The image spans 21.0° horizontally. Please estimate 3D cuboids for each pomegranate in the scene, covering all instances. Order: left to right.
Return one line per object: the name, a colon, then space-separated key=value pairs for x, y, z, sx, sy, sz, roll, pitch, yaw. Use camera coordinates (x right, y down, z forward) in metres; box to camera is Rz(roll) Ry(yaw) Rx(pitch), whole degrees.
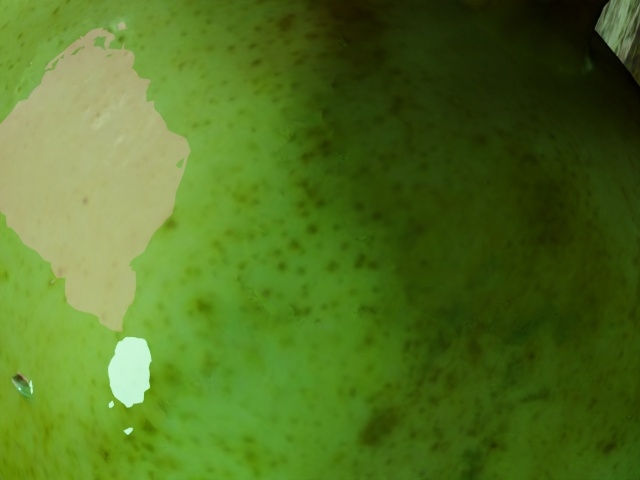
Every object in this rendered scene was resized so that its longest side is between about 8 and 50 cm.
pomegranate: x=0.000 y=0.000 z=0.847 sx=0.416 sy=0.416 sz=0.417 roll=-160 pitch=90 yaw=-88
